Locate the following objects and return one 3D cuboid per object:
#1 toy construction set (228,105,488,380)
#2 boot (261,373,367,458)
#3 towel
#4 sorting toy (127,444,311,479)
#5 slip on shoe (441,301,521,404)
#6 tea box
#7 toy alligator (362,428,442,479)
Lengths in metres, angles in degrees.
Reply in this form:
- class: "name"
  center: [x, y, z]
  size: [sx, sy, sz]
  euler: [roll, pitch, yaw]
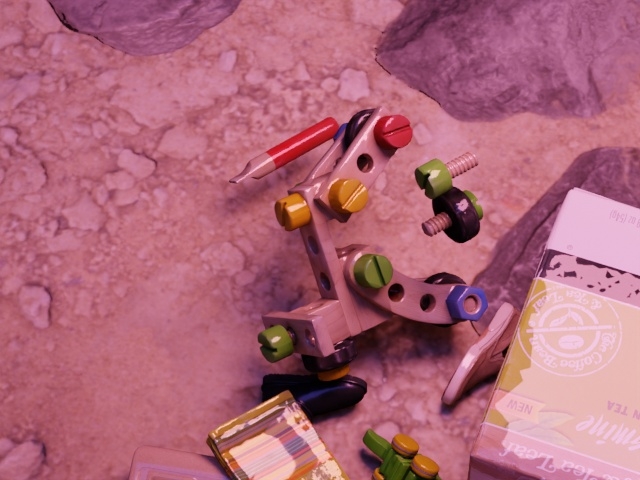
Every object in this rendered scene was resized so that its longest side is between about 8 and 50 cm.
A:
- class: "toy construction set"
  center: [0.000, 0.000, 1.944]
  size: [0.237, 0.257, 0.309]
  euler: [-29, 39, -19]
- class: "boot"
  center: [-0.014, 0.189, 1.934]
  size: [0.121, 0.045, 0.099]
  euler: [0, 57, 8]
- class: "towel"
  center: [-0.010, 0.263, 1.860]
  size: [0.102, 0.021, 0.237]
  euler: [-30, 68, -19]
- class: "sorting toy"
  center: [-0.054, 0.332, 1.855]
  size: [0.307, 0.041, 0.229]
  euler: [10, 60, 0]
- class: "slip on shoe"
  center: [0.176, 0.125, 1.970]
  size: [0.041, 0.051, 0.135]
  euler: [35, 59, 7]
- class: "tea box"
  center: [0.344, 0.172, 1.833]
  size: [0.329, 0.220, 0.323]
  euler: [17, 62, 11]
- class: "toy alligator"
  center: [0.107, 0.251, 1.875]
  size: [0.051, 0.056, 0.190]
  euler: [11, 24, -40]
